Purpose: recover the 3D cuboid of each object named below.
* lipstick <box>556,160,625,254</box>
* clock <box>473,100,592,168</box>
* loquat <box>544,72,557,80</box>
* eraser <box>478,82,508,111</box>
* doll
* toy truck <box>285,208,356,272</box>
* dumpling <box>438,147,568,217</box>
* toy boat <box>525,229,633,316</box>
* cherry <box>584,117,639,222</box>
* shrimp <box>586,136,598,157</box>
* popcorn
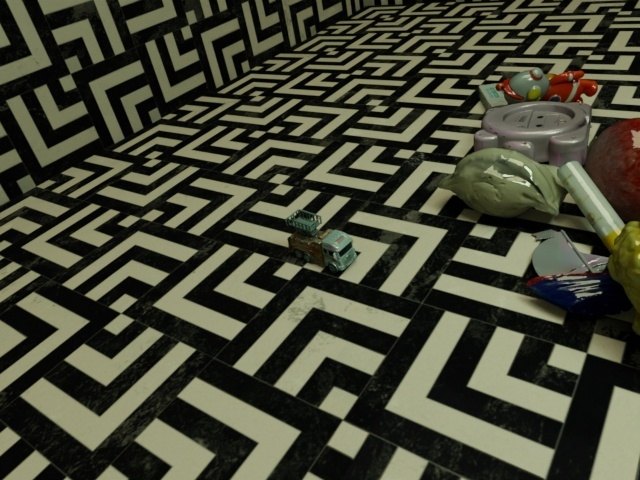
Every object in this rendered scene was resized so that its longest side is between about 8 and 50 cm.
[{"bbox_3d":[0.634,-0.071,1.169,0.059,0.059,0.264,-15,58,-4],"label":"lipstick"},{"bbox_3d":[0.656,-0.335,1.573,0.321,0.114,0.296,7,39,27],"label":"clock"},{"bbox_3d":[0.811,-0.542,1.829,0.137,0.113,0.137,-22,12,5],"label":"loquat"},{"bbox_3d":[0.654,-0.520,1.884,0.095,0.052,0.225,-4,35,6],"label":"eraser"},{"bbox_3d":[0.737,-0.493,1.685,0.336,0.200,0.106,4,66,-12],"label":"doll"},{"bbox_3d":[0.001,-0.001,1.291,0.177,0.115,0.080,20,46,35],"label":"toy truck"},{"bbox_3d":[0.482,-0.171,1.322,0.318,0.187,0.242,23,47,35],"label":"dumpling"},{"bbox_3d":[0.526,0.056,1.103,0.218,0.072,0.318,-17,32,-12],"label":"toy boat"},{"bbox_3d":[0.732,-0.158,1.204,0.205,0.240,0.239,27,47,16],"label":"cherry"},{"bbox_3d":[0.795,-0.216,1.334,0.035,0.148,0.195,-40,45,-22],"label":"shrimp"},{"bbox_3d":[0.641,0.077,0.881,0.286,0.215,0.252,34,53,-4],"label":"popcorn"}]
